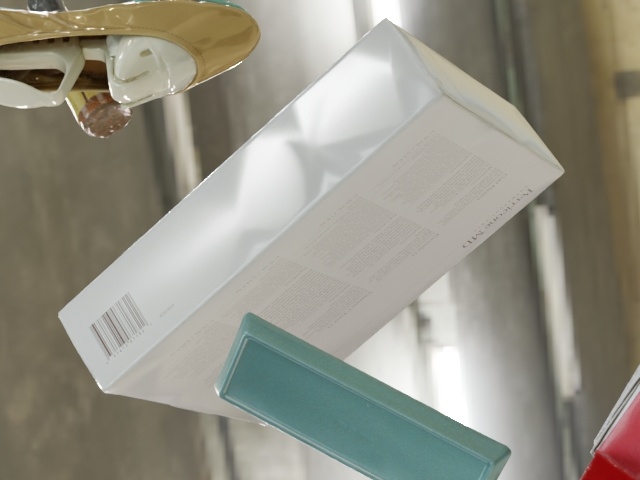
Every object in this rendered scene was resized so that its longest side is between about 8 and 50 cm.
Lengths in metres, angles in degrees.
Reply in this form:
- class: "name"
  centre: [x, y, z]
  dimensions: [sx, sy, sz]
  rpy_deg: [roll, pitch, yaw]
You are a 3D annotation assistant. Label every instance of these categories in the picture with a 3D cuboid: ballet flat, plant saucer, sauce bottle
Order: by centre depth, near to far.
- class: "plant saucer"
  centre: [0.023, 0.117, 1.192]
  dimensions: [0.067, 0.192, 0.018]
  rpy_deg: [-66, -9, 28]
- class: "ballet flat"
  centre: [-0.157, -0.119, 1.270]
  dimensions: [0.080, 0.232, 0.073]
  rpy_deg: [86, -176, -52]
- class: "sauce bottle"
  centre: [-0.177, -0.132, 1.351]
  dimensions: [0.128, 0.042, 0.042]
  rpy_deg: [62, -171, 30]

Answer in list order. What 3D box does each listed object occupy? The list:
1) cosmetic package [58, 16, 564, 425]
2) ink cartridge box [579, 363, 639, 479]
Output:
- class: "cosmetic package"
  centre: [0.000, 0.000, 1.609]
  dimensions: [0.097, 0.377, 0.284]
  rpy_deg: [56, -165, 27]
- class: "ink cartridge box"
  centre: [0.344, 0.148, 1.171]
  dimensions: [0.272, 0.309, 0.130]
  rpy_deg: [-45, -14, -55]
